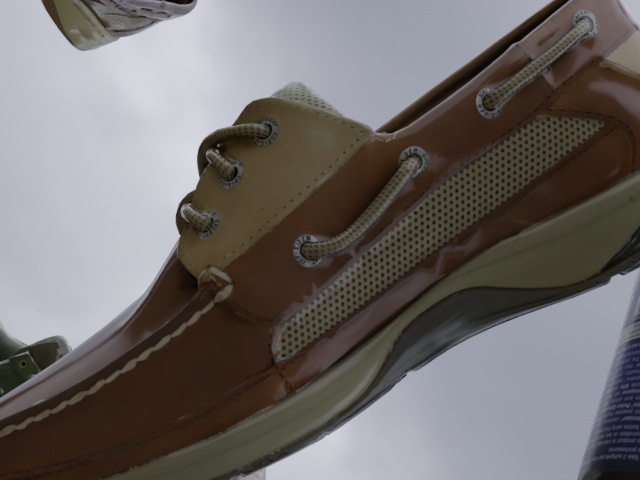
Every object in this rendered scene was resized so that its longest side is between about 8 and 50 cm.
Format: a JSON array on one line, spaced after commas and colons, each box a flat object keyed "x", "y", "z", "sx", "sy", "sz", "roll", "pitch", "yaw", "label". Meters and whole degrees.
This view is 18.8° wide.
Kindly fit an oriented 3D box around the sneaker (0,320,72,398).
[{"x": -0.178, "y": 0.105, "z": 1.253, "sx": 0.192, "sy": 0.064, "sz": 0.086, "roll": 23, "pitch": -75, "yaw": 36, "label": "sneaker"}]

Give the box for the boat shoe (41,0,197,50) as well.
[{"x": -0.167, "y": -0.235, "z": 1.441, "sx": 0.342, "sy": 0.123, "sz": 0.123, "roll": 60, "pitch": 26, "yaw": -71, "label": "boat shoe"}]

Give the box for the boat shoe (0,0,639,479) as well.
[{"x": 0.000, "y": 0.000, "z": 0.737, "sx": 0.120, "sy": 0.324, "sz": 0.122, "roll": 65, "pitch": -16, "yaw": -6, "label": "boat shoe"}]

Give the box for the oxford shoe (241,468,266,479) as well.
[{"x": -0.066, "y": 0.308, "z": 1.615, "sx": 0.146, "sy": 0.397, "sz": 0.140, "roll": 16, "pitch": -51, "yaw": -8, "label": "oxford shoe"}]

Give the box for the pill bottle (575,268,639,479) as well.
[{"x": 0.201, "y": 0.114, "z": 1.014, "sx": 0.123, "sy": 0.219, "sz": 0.123, "roll": 18, "pitch": -22, "yaw": 8, "label": "pill bottle"}]
